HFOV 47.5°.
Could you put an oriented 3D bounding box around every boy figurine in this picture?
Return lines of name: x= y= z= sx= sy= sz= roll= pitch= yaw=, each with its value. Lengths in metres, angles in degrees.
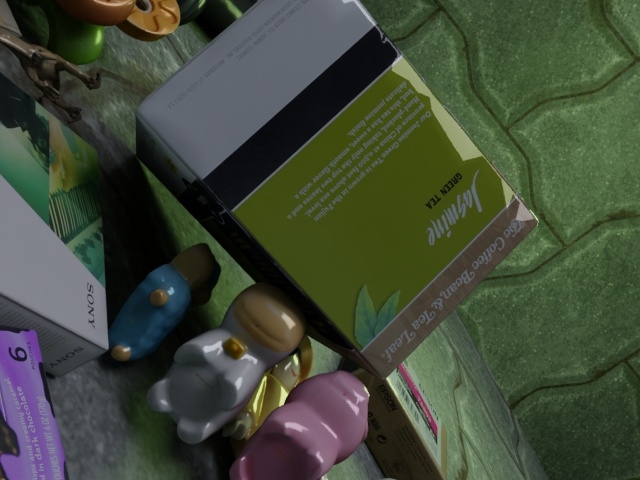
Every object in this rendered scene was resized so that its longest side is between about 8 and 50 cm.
boy figurine: x=-0.041 y=0.214 z=0.779 sx=0.177 sy=0.092 sz=0.285 roll=48 pitch=22 yaw=-32

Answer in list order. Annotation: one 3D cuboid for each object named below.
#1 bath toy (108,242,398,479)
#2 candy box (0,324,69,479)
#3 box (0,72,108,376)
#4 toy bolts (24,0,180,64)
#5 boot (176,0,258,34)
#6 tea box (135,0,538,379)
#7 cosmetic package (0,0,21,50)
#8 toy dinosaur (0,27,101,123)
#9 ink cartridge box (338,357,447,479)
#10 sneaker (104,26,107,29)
bath toy: x=-0.023 y=0.159 z=0.647 sx=0.348 sy=0.151 sz=0.129 roll=45 pitch=10 yaw=11
candy box: x=-0.220 y=0.120 z=0.362 sx=0.196 sy=0.070 sz=0.165 roll=31 pitch=34 yaw=-64
box: x=-0.281 y=-0.064 z=0.515 sx=0.322 sy=0.058 sz=0.232 roll=47 pitch=20 yaw=-49
toy bolts: x=-0.245 y=-0.348 z=0.834 sx=0.218 sy=0.158 sz=0.228 roll=-24 pitch=84 yaw=-48
boot: x=-0.192 y=-0.433 z=1.370 sx=0.445 sy=0.146 sz=0.367 roll=46 pitch=23 yaw=-60
tea box: x=-0.012 y=-0.060 z=0.782 sx=0.323 sy=0.220 sz=0.329 roll=49 pitch=-10 yaw=-10
cosmetic package: x=-0.334 y=-0.237 z=0.680 sx=0.115 sy=0.041 sz=0.060 roll=63 pitch=14 yaw=5
toy dinosaur: x=-0.248 y=-0.156 z=0.663 sx=0.092 sy=0.053 sz=0.183 roll=39 pitch=-4 yaw=6
ink cartridge box: x=0.125 y=0.286 z=1.229 sx=0.234 sy=0.088 sz=0.193 roll=60 pitch=16 yaw=-6
sneaker: x=-0.313 y=-0.340 z=0.919 sx=0.152 sy=0.054 sz=0.061 roll=66 pitch=17 yaw=12
